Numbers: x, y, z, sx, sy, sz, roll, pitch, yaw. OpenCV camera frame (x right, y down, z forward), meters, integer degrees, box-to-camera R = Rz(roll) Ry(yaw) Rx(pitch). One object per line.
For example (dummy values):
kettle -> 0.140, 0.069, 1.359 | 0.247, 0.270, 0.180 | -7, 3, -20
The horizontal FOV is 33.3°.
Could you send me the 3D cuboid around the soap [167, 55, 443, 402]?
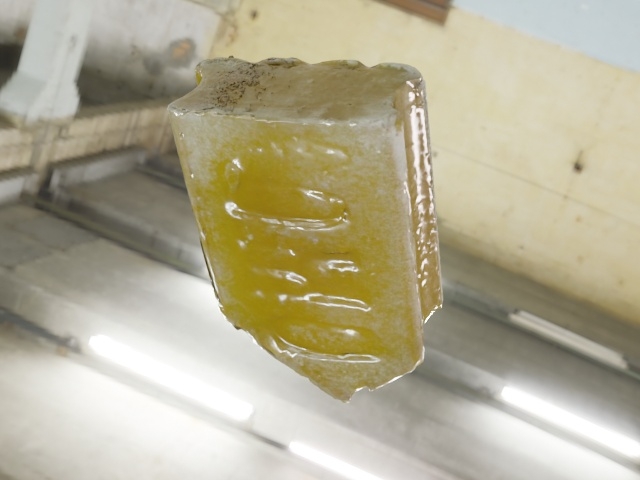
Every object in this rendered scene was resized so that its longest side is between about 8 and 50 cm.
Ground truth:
soap -> 0.000, 0.000, 0.756 | 0.160, 0.257, 0.080 | 5, -140, 19
